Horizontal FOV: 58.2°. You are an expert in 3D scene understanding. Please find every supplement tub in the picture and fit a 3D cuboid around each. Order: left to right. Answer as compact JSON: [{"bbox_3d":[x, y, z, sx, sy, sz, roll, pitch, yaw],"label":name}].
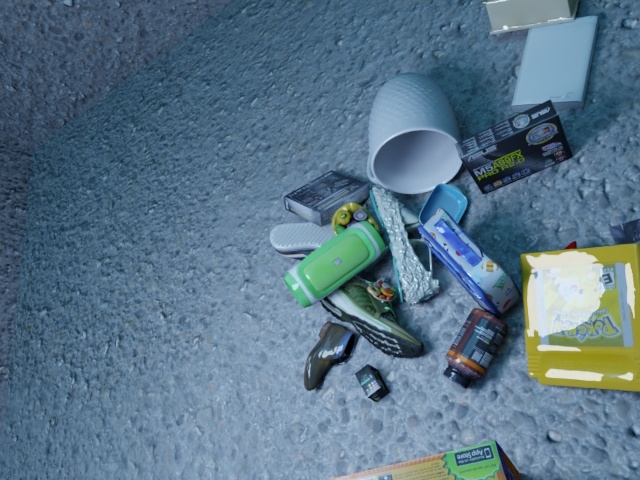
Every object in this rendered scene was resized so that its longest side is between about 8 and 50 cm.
[{"bbox_3d":[0.396,0.282,1.492,0.106,0.106,0.198,28,83,40],"label":"supplement tub"}]

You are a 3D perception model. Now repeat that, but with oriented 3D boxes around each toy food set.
[{"bbox_3d":[0.123,-0.023,1.798,0.128,0.071,0.218,-38,80,0],"label":"toy food set"},{"bbox_3d":[0.179,0.145,1.662,0.083,0.082,0.020,25,122,13],"label":"toy food set"}]

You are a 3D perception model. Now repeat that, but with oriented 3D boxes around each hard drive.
[{"bbox_3d":[0.716,-0.537,1.754,0.202,0.040,0.308,5,68,36],"label":"hard drive"}]

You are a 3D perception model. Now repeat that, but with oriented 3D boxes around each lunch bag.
[{"bbox_3d":[0.387,0.054,1.528,0.115,0.243,0.303,-43,50,7],"label":"lunch bag"}]

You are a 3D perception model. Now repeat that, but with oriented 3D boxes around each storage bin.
[{"bbox_3d":[0.686,-0.816,1.846,0.262,0.123,0.261,2,57,36],"label":"storage bin"}]

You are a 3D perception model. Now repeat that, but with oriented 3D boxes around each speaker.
[{"bbox_3d":[0.041,0.067,1.677,0.296,0.131,0.131,-35,49,-10],"label":"speaker"}]

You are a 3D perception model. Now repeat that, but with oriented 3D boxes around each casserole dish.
[{"bbox_3d":[0.361,-0.085,1.713,0.114,0.037,0.188,32,67,2],"label":"casserole dish"}]

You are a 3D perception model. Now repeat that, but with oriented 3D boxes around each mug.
[{"bbox_3d":[0.261,-0.331,1.833,0.374,0.276,0.328,-48,32,44],"label":"mug"}]

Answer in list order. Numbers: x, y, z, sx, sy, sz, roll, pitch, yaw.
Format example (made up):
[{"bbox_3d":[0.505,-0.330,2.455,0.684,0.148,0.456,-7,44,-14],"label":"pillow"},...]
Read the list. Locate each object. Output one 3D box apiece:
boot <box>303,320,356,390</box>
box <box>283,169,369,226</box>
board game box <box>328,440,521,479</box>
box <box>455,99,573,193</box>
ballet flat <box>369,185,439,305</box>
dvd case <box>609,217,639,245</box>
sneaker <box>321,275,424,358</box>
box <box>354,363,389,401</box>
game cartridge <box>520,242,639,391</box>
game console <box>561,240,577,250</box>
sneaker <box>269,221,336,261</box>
[{"bbox_3d":[0.028,0.353,1.722,0.106,0.082,0.219,7,68,39],"label":"boot"},{"bbox_3d":[0.021,-0.146,1.933,0.231,0.056,0.183,-33,42,-31],"label":"box"},{"bbox_3d":[0.264,0.663,1.175,0.356,0.356,0.357,-19,54,15],"label":"board game box"},{"bbox_3d":[0.541,-0.251,1.604,0.270,0.216,0.060,-23,55,22],"label":"box"},{"bbox_3d":[0.259,0.004,1.731,0.146,0.147,0.409,-25,60,21],"label":"ballet flat"},{"bbox_3d":[0.818,0.039,1.390,0.164,0.018,0.221,-20,57,25],"label":"dvd case"},{"bbox_3d":[0.159,0.184,1.697,0.182,0.158,0.410,-44,52,-17],"label":"sneaker"},{"bbox_3d":[0.146,0.403,1.626,0.052,0.062,0.083,-39,51,9],"label":"box"},{"bbox_3d":[0.616,0.179,1.342,0.285,0.052,0.324,-9,79,44],"label":"game cartridge"},{"bbox_3d":[0.613,0.089,1.450,0.144,0.085,0.124,-50,57,31],"label":"game console"},{"bbox_3d":[0.000,0.000,1.914,0.320,0.127,0.126,2,69,8],"label":"sneaker"}]
